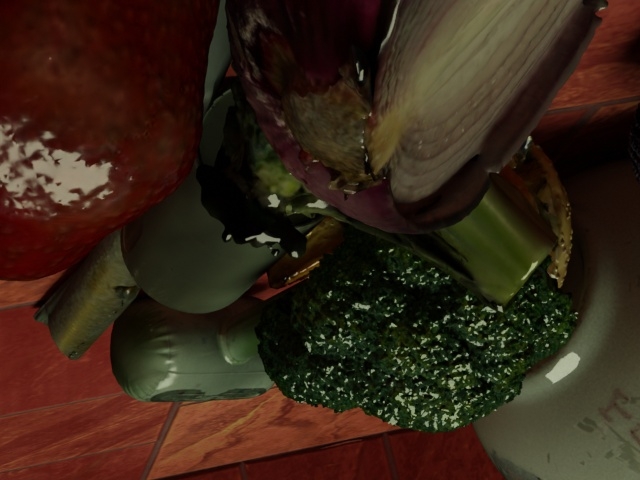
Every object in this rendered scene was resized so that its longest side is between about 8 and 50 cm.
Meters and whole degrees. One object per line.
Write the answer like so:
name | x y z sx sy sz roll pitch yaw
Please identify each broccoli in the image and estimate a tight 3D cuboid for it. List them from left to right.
broccoli | 0.050 -0.050 1.117 0.247 0.243 0.263 -43 170 -16
broccoli | 0.070 0.043 1.323 0.261 0.241 0.269 -9 149 12

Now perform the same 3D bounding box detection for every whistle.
whistle | -0.209 0.041 1.598 0.068 0.057 0.326 37 149 -8

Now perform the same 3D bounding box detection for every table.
table | -0.073 -0.030 1.324 0.126 0.126 0.220 -7 163 -24

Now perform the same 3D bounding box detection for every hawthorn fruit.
hawthorn fruit | -0.164 -0.117 0.800 0.210 0.230 0.266 6 154 33

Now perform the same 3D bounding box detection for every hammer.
hammer | -0.062 0.082 1.745 0.206 0.119 0.335 1 160 -44

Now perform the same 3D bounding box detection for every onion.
onion | 0.075 -0.179 0.905 0.348 0.159 0.267 -45 155 -26

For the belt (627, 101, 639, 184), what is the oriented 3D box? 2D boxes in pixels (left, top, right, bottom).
belt | 0.411 -0.095 1.391 0.325 0.122 0.260 5 130 -35

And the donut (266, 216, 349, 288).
donut | 0.000 0.000 1.574 0.140 0.059 0.140 -24 177 -1

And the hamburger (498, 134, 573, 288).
hamburger | 0.146 -0.003 1.490 0.118 0.191 0.182 -5 157 -37

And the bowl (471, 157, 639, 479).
bowl | 0.260 0.079 1.586 0.196 0.435 0.435 24 145 -33

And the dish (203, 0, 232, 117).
dish | -0.161 -0.100 1.093 0.243 0.080 0.182 -10 164 -16
